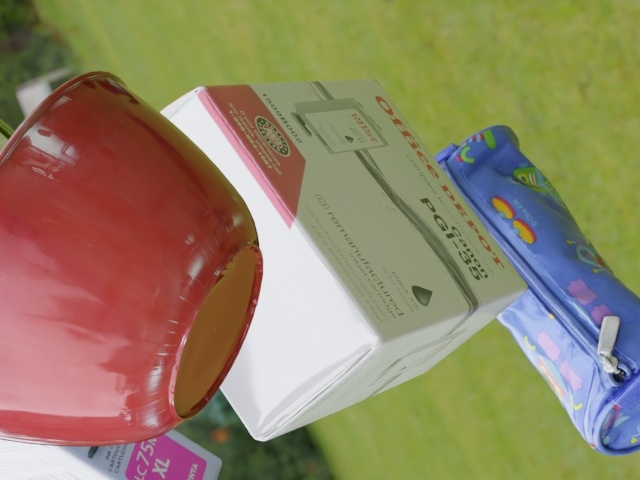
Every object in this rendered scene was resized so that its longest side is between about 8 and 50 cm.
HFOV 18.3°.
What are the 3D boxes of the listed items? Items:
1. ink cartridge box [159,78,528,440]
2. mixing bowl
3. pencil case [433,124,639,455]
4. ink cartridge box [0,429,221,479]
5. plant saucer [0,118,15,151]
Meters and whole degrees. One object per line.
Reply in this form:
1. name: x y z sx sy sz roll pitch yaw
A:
1. ink cartridge box: 0.000 0.000 1.356 0.207 0.117 0.283 54 -156 10
2. mixing bowl: -0.088 0.024 0.904 0.098 0.181 0.181 23 157 14
3. pencil case: 0.192 0.037 1.645 0.306 0.119 0.133 53 -174 28
4. ink cartridge box: -0.233 0.097 1.210 0.311 0.065 0.186 34 148 -32
5. plant saucer: -0.245 -0.060 1.512 0.188 0.045 0.188 42 180 4
